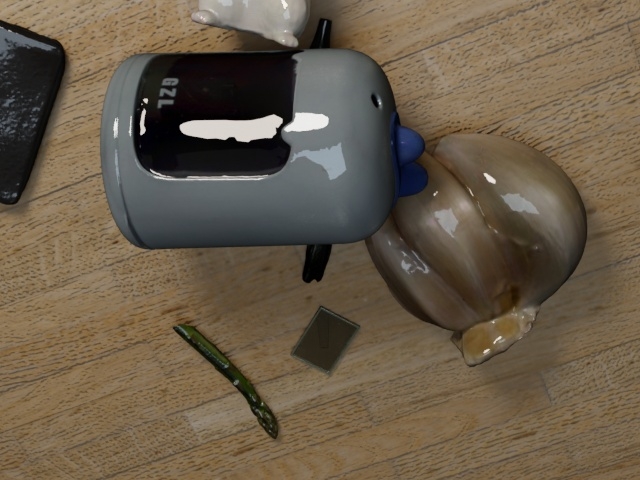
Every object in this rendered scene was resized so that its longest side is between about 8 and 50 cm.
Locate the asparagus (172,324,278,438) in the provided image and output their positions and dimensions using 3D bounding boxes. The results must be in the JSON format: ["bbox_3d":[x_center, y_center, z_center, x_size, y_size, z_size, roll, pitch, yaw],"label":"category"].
[{"bbox_3d":[-0.126,0.196,1.584,0.034,0.027,0.236,-33,110,19],"label":"asparagus"}]

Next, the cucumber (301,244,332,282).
[{"bbox_3d":[0.000,0.001,1.495,0.033,0.034,0.134,6,114,-7],"label":"cucumber"}]

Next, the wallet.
[{"bbox_3d":[-0.423,-0.162,1.425,0.149,0.044,0.250,18,112,-11],"label":"wallet"}]

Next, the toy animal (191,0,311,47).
[{"bbox_3d":[-0.065,-0.361,1.277,0.141,0.138,0.282,14,116,12],"label":"toy animal"}]

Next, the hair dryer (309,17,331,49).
[{"bbox_3d":[0.025,-0.233,1.402,0.083,0.031,0.079,9,105,-18],"label":"hair dryer"}]

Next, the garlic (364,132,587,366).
[{"bbox_3d":[0.204,-0.003,1.442,0.279,0.132,0.325,-23,115,8],"label":"garlic"}]

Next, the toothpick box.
[{"bbox_3d":[-0.052,-0.102,1.322,0.355,0.263,0.262,-1,114,12],"label":"toothpick box"}]

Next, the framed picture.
[{"bbox_3d":[0.006,0.141,1.570,0.066,0.006,0.089,27,111,-10],"label":"framed picture"}]
